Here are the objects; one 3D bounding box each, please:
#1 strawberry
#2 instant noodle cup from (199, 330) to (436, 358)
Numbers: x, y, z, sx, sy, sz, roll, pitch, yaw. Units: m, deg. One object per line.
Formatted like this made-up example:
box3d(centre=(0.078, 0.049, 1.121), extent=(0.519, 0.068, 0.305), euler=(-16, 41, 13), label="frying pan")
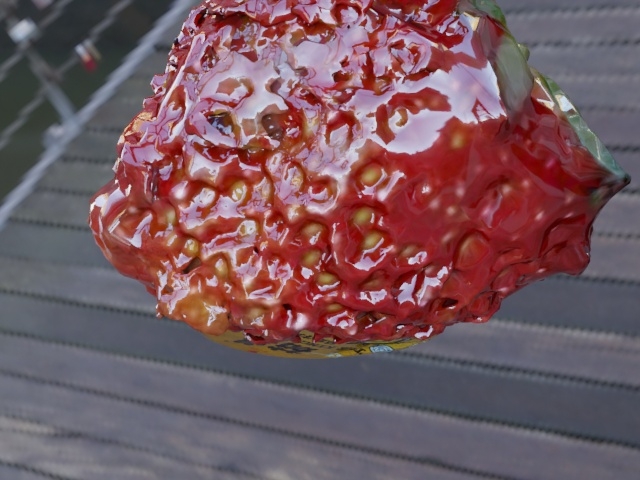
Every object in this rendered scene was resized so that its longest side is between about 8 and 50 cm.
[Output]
box3d(centre=(0.004, -0.037, 0.678), extent=(0.201, 0.187, 0.184), euler=(-31, 34, -7), label="strawberry")
box3d(centre=(0.000, 0.000, 1.465), extent=(0.216, 0.216, 0.172), euler=(-12, 69, 32), label="instant noodle cup")
